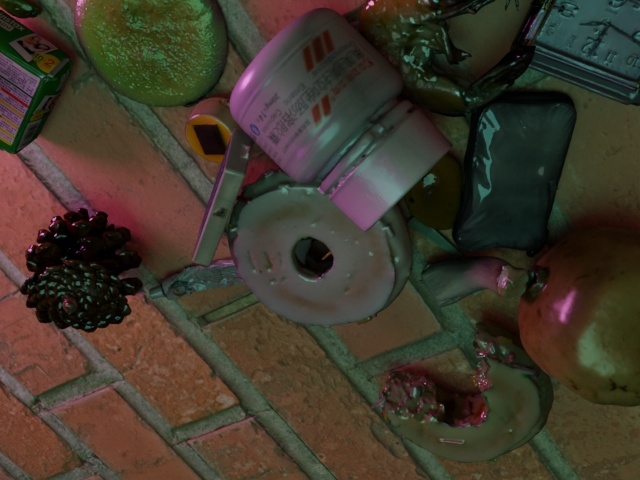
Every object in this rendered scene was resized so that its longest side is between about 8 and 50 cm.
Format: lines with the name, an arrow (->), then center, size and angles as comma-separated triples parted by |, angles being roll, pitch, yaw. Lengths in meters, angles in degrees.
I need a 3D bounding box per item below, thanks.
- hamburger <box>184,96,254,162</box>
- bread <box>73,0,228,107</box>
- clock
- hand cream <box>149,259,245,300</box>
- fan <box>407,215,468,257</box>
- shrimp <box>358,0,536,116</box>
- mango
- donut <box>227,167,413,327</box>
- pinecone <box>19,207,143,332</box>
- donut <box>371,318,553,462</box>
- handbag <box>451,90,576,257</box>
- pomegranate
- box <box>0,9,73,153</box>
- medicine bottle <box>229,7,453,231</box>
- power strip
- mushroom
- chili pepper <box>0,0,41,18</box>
hamburger -> -0.189, -0.214, 1.545 | 0.141, 0.081, 0.126 | -13, 123, 36
bread -> -0.316, -0.374, 1.489 | 0.302, 0.045, 0.301 | 6, 126, 9
clock -> 0.457, -0.344, 1.308 | 0.253, 0.083, 0.186 | 21, 126, -1
hand cream -> -0.261, 0.089, 1.786 | 0.257, 0.050, 0.084 | -16, 121, 15
fan -> 0.257, 0.010, 1.634 | 0.193, 0.016, 0.038 | 36, 132, -11
shrimp -> 0.253, -0.349, 1.294 | 0.445, 0.085, 0.272 | -19, 108, 41
mango -> 0.214, -0.094, 1.532 | 0.115, 0.090, 0.178 | -7, 130, 6
donut -> 0.000, 0.000, 1.607 | 0.383, 0.142, 0.382 | 6, 123, 9
pinecone -> -0.496, 0.051, 1.698 | 0.264, 0.264, 0.264 | 6, 124, 9
donut -> 0.334, 0.339, 1.756 | 0.307, 0.150, 0.371 | 42, 122, -16
handbag -> 0.352, -0.110, 1.477 | 0.192, 0.075, 0.332 | -2, 121, -9
pomegranate -> 0.523, 0.133, 1.479 | 0.333, 0.332, 0.332 | 6, 124, 9
box -> -0.605, -0.299, 1.556 | 0.180, 0.103, 0.250 | 34, 129, -11
medicine bottle -> 0.036, -0.198, 1.359 | 0.325, 0.256, 0.256 | 46, 122, 2
power strip -> -0.195, -0.071, 1.569 | 0.043, 0.106, 0.367 | 16, 145, -11
mushroom -> 0.294, 0.075, 1.570 | 0.278, 0.096, 0.099 | -10, 118, 56
chili pepper -> -0.610, -0.479, 1.485 | 0.201, 0.050, 0.052 | 46, 158, -20
